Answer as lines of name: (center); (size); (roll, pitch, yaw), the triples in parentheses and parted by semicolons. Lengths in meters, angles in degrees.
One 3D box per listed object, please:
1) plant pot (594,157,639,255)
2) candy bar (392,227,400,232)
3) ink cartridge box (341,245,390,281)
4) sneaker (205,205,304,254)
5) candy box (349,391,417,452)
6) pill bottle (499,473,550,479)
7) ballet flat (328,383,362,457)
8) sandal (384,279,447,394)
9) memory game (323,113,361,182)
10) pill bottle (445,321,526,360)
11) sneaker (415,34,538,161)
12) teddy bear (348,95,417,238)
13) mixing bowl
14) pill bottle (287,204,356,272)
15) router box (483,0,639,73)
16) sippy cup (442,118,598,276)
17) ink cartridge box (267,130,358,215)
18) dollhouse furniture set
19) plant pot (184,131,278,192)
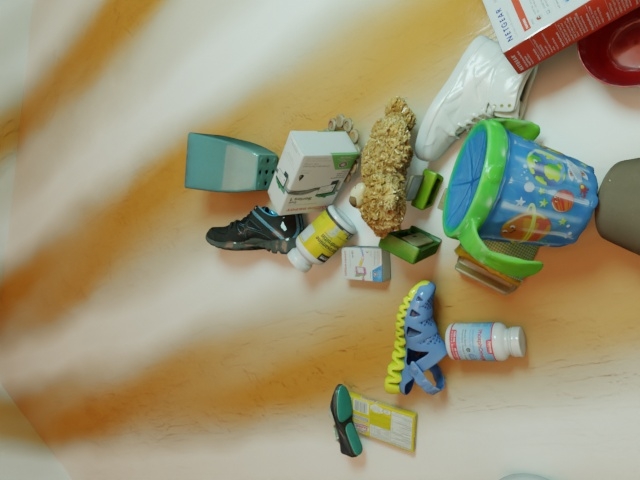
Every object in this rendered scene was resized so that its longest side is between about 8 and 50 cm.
plant pot: (0.616, -0.050, 0.795); (0.229, 0.263, 0.262); (17, 106, 51)
candy bar: (0.176, -0.063, 1.211); (0.040, 0.018, 0.161); (-20, 85, 35)
ink cartridge box: (0.119, 0.060, 1.245); (0.123, 0.052, 0.088); (1, 97, 36)
sneaker: (-0.195, -0.035, 1.419); (0.341, 0.125, 0.139); (1, 93, 24)
candy box: (0.163, 0.492, 1.284); (0.206, 0.027, 0.105); (7, 103, 34)
pill bottle: (0.467, 0.667, 1.024); (0.146, 0.146, 0.263); (-7, 93, 35)
ballet flat: (0.057, 0.500, 1.304); (0.074, 0.074, 0.202); (-17, 88, 35)
sandal: (0.251, 0.248, 1.145); (0.138, 0.126, 0.316); (15, 113, 29)
memory game: (0.049, -0.238, 1.235); (0.186, 0.012, 0.186); (20, 113, 57)
pill bottle: (0.374, 0.230, 1.068); (0.160, 0.087, 0.087); (-9, 91, 35)
sneaker: (0.338, -0.273, 1.018); (0.169, 0.108, 0.292); (40, 115, 28)
teddy bear: (0.134, -0.176, 1.070); (0.245, 0.113, 0.337); (160, 128, -69)
mixing bowl: (0.572, -0.363, 0.849); (0.182, 0.098, 0.181); (5, 99, 35)
pill bottle: (0.000, 0.000, 1.265); (0.184, 0.103, 0.103); (-44, 71, 15)
router box: (0.443, -0.527, 0.857); (0.301, 0.082, 0.335); (-25, 59, 35)
sippy cup: (0.380, -0.090, 0.898); (0.224, 0.240, 0.305); (14, 96, 0)
ink cartridge box: (-0.025, -0.170, 1.205); (0.092, 0.161, 0.219); (64, 146, 29)
dollhouse furniture set: (0.316, -0.019, 1.037); (0.302, 0.151, 0.197); (29, 111, 28)
plant pot: (-0.257, -0.222, 1.406); (0.235, 0.166, 0.165); (14, 104, 26)
